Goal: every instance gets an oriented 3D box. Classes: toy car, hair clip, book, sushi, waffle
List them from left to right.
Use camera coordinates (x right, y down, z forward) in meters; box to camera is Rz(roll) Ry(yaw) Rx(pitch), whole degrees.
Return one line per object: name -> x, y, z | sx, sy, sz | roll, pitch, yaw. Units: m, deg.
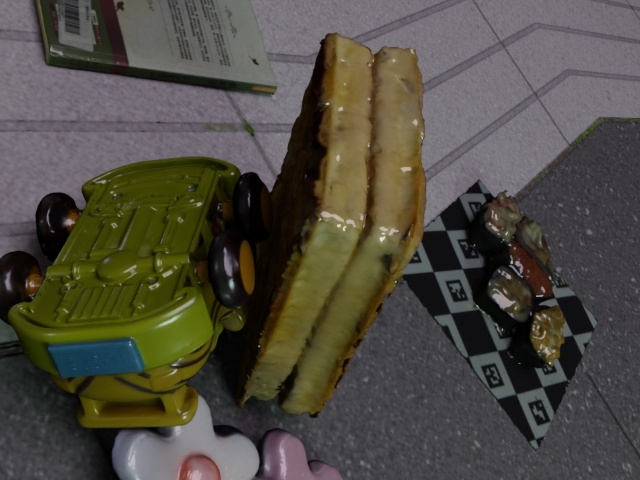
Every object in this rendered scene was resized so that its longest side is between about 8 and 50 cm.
toy car -> -0.137, 0.039, 0.655 | 0.248, 0.200, 0.142 | -76, 160, -53
book -> -0.191, -0.270, 0.924 | 0.289, 0.026, 0.201 | 1, 62, -39
hair clip -> -0.069, 0.216, 0.670 | 0.257, 0.075, 0.146 | 28, 43, -28
waffle -> 0.001, 0.000, 0.690 | 0.091, 0.308, 0.212 | 11, 53, -9
sushi -> 0.259, 0.066, 1.044 | 0.294, 0.059, 0.292 | 51, 44, 0
